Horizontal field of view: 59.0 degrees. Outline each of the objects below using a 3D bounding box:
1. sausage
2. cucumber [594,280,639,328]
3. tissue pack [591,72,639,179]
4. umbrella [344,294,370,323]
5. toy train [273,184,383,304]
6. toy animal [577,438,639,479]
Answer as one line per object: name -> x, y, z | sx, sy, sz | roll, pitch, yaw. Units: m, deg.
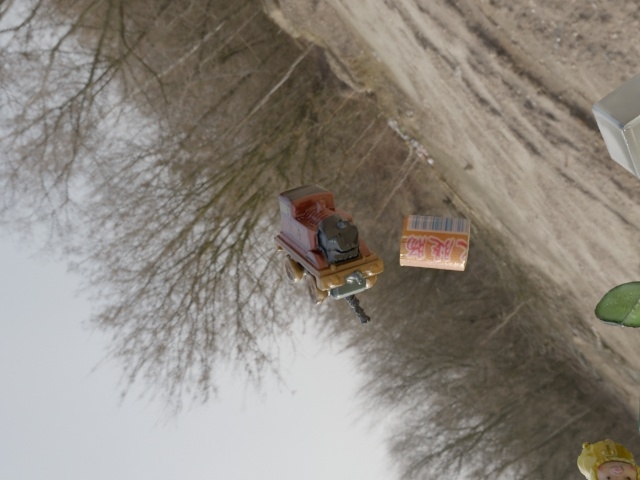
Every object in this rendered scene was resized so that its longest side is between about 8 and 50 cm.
sausage -> 0.500, 0.008, 2.457 | 0.286, 0.233, 0.233 | 5, 180, 12
cucumber -> 0.705, 0.153, 1.301 | 0.063, 0.115, 0.244 | 33, -178, 8
tissue pack -> 0.913, -0.319, 1.613 | 0.246, 0.159, 0.136 | 44, -164, -38
umbrella -> 0.119, 0.219, 1.913 | 0.037, 0.040, 0.144 | -32, -94, -37
toy train -> 0.000, 0.000, 1.364 | 0.369, 0.163, 0.232 | -145, 41, -61
toy animal -> 0.765, 0.617, 1.492 | 0.156, 0.156, 0.230 | 47, -158, -8
